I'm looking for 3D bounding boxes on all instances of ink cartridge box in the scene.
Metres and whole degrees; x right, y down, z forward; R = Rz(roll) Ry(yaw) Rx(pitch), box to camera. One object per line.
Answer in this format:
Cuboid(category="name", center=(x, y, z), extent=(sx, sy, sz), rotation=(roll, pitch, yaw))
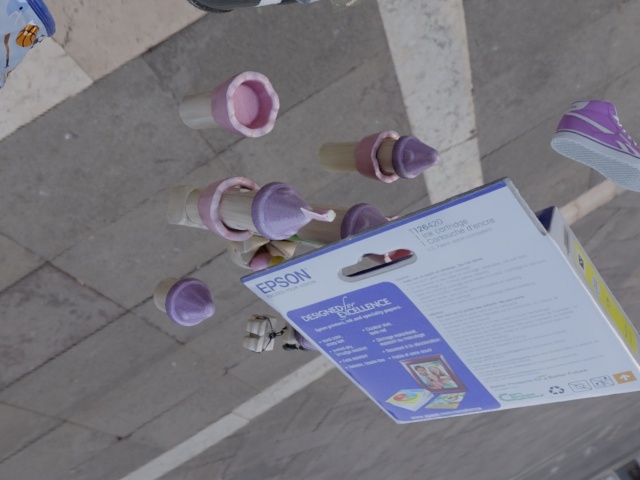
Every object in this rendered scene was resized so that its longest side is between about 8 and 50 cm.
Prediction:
Cuboid(category="ink cartridge box", center=(0.127, 0.075, 0.594), extent=(0.303, 0.072, 0.307), rotation=(-21, 123, 36))

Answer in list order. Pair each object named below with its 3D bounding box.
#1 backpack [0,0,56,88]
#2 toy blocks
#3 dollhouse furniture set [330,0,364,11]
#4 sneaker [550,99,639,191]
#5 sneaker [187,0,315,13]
Cuboid(category="backpack", center=(-0.399, -0.289, 0.572), extent=(0.213, 0.263, 0.276), rotation=(-45, -179, -5))
Cuboid(category="toy blocks", center=(0.000, 0.000, 0.638), extent=(0.288, 0.260, 0.309), rotation=(11, 89, -43))
Cuboid(category="dollhouse furniture set", center=(0.033, -0.422, 0.515), extent=(0.152, 0.374, 0.201), rotation=(-15, 147, 7))
Cuboid(category="sneaker", center=(0.698, -0.233, 1.329), extent=(0.161, 0.282, 0.102), rotation=(-59, 179, -17))
Cuboid(category="sneaker", center=(-0.036, -0.360, 0.715), extent=(0.330, 0.146, 0.123), rotation=(-33, 123, -46))
